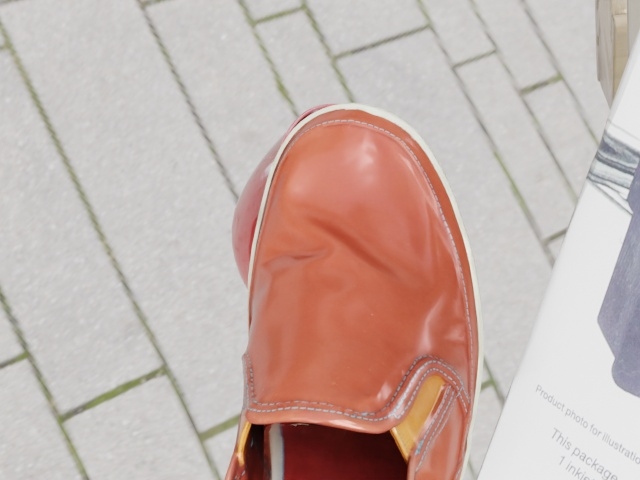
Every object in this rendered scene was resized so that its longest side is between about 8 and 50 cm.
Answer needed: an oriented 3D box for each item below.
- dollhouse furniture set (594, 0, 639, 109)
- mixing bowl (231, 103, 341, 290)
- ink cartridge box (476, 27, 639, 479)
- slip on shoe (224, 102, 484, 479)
[{"bbox_3d":[0.317,-0.137,0.678,0.303,0.198,0.286,-5,30,5],"label":"dollhouse furniture set"},{"bbox_3d":[0.000,0.000,0.949,0.181,0.098,0.181,23,57,-40],"label":"mixing bowl"},{"bbox_3d":[0.167,0.011,0.403,0.172,0.100,0.237,3,112,-40],"label":"ink cartridge box"},{"bbox_3d":[0.011,0.078,0.597,0.123,0.101,0.331,0,66,12],"label":"slip on shoe"}]
